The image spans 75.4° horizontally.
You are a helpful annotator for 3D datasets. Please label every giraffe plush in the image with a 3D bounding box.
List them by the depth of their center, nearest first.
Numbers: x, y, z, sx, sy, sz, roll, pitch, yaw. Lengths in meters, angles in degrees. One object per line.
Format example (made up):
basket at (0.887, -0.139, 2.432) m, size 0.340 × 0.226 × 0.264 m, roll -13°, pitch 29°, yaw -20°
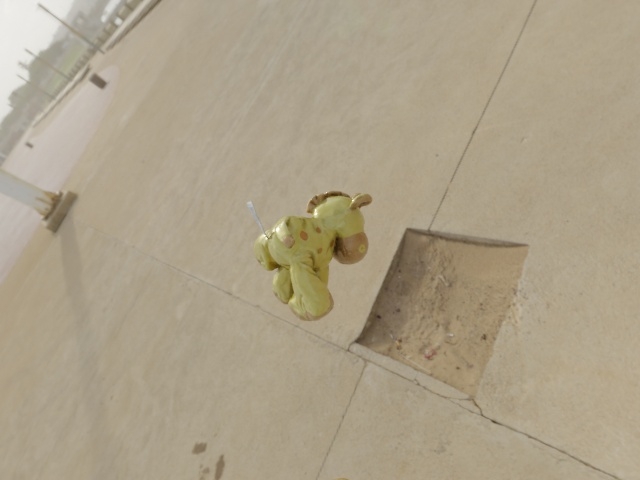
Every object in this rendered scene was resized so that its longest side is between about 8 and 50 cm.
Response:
giraffe plush at (0.000, 0.000, 0.651) m, size 0.170 × 0.211 × 0.181 m, roll -29°, pitch 31°, yaw -23°

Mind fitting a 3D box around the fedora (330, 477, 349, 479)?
fedora at (0.005, 0.420, 0.540) m, size 0.194 × 0.079 × 0.194 m, roll -49°, pitch 6°, yaw 7°
